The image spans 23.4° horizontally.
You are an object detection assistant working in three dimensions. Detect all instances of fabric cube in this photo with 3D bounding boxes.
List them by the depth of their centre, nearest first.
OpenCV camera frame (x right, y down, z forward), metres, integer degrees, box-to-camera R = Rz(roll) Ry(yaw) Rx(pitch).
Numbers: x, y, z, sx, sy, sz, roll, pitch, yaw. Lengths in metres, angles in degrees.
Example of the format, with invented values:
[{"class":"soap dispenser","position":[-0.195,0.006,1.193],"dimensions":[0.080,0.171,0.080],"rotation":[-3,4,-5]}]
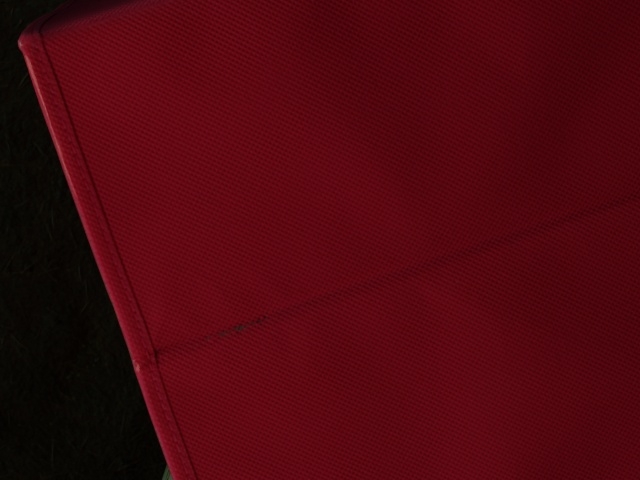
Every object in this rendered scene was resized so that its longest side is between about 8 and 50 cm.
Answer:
[{"class":"fabric cube","position":[0.042,-0.018,0.678],"dimensions":[0.254,0.258,0.259],"rotation":[-117,9,-77]}]

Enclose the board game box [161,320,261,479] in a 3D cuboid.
[{"class":"board game box","position":[0.055,0.051,0.878],"dimensions":[0.097,0.224,0.303],"rotation":[-156,84,-80]}]
